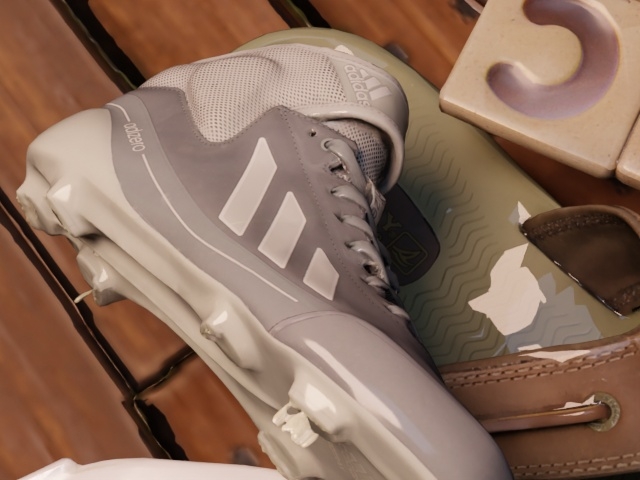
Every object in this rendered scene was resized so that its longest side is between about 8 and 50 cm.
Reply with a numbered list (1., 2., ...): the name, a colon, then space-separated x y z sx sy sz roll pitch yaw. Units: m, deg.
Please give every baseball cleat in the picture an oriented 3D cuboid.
1. baseball cleat: 0.000 0.000 0.523 0.109 0.072 0.206 -37 48 -18

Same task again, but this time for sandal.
1. sandal: 0.064 0.033 0.574 0.303 0.086 0.120 39 71 21

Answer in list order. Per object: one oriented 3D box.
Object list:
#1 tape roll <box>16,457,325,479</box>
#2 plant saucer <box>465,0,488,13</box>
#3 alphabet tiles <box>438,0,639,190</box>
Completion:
1. tape roll: -0.037 0.203 0.503 0.286 0.100 0.286 -2 66 5
2. plant saucer: 0.113 -0.133 0.664 0.168 0.029 0.168 -6 68 16
3. alphabet tiles: 0.186 -0.150 0.620 0.285 0.011 0.342 24 71 11
